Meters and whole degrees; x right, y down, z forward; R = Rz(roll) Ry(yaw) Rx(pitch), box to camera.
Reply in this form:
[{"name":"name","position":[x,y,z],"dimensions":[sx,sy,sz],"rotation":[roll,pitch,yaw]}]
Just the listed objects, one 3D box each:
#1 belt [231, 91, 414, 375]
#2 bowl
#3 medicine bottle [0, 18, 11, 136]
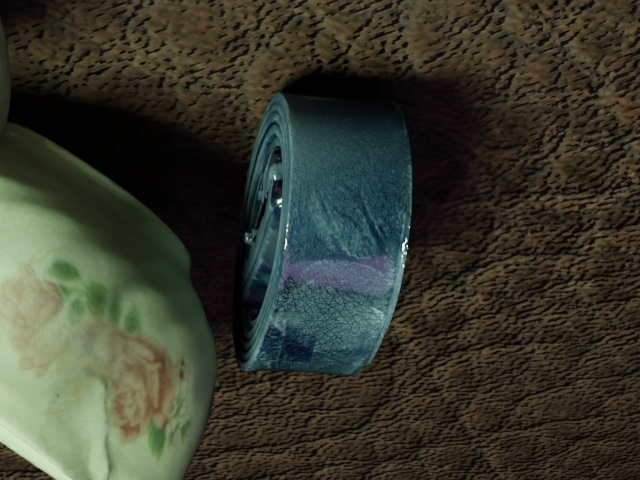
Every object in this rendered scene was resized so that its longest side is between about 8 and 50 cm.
[{"name":"belt","position":[0.000,0.000,1.051],"dimensions":[0.082,0.141,0.190],"rotation":[5,149,-10]},{"name":"bowl","position":[-0.164,0.030,1.036],"dimensions":[0.277,0.145,0.277],"rotation":[32,166,9]},{"name":"medicine bottle","position":[-0.297,-0.066,0.891],"dimensions":[0.273,0.165,0.165],"rotation":[-19,146,22]}]
